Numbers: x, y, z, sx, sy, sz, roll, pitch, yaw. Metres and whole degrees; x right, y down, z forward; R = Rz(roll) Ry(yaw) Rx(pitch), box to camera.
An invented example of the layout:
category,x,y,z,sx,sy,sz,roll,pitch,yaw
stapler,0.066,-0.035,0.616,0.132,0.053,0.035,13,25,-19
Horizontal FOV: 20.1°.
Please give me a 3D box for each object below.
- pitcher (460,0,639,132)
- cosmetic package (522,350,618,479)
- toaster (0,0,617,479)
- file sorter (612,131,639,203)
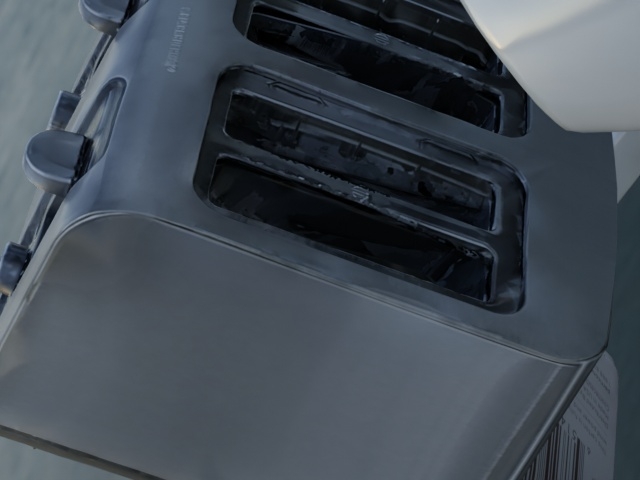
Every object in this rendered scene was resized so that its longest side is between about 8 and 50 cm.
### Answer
category,x,y,z,sx,sy,sz,roll,pitch,yaw
pitcher,0.119,-0.101,0.367,0.207,0.125,0.178,-32,21,17
cosmetic package,0.039,0.104,0.945,0.184,0.151,0.151,-19,39,30
toaster,0.000,0.000,0.548,0.168,0.186,0.110,-80,14,-48
file sorter,0.077,-0.154,0.724,0.277,0.173,0.193,-56,19,28
